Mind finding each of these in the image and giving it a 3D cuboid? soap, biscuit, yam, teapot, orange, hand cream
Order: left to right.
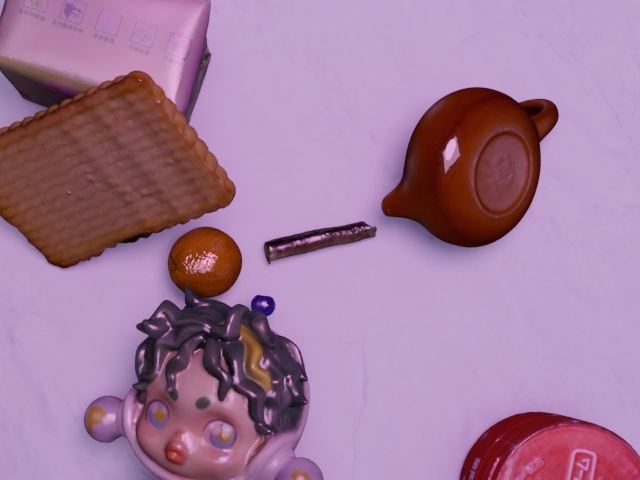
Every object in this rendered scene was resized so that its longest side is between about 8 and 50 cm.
[{"bbox_3d":[-0.227,-0.065,0.970,0.255,0.029,0.172,-18,127,26],"label":"biscuit"},{"bbox_3d":[-0.221,-0.198,1.003,0.200,0.182,0.138,18,83,-6],"label":"soap"},{"bbox_3d":[-0.127,0.024,1.051,0.085,0.085,0.085,1,85,-9],"label":"orange"},{"bbox_3d":[0.000,0.000,1.100,0.130,0.033,0.027,-11,60,-14],"label":"yam"},{"bbox_3d":[0.172,-0.097,1.091,0.252,0.135,0.178,-38,126,-28],"label":"teapot"},{"bbox_3d":[0.257,0.287,1.062,0.193,0.125,0.193,1,84,-9],"label":"hand cream"}]

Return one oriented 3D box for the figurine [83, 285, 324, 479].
[{"bbox_3d":[-0.128,0.238,0.983,0.261,0.186,0.381,13,89,4],"label":"figurine"}]
